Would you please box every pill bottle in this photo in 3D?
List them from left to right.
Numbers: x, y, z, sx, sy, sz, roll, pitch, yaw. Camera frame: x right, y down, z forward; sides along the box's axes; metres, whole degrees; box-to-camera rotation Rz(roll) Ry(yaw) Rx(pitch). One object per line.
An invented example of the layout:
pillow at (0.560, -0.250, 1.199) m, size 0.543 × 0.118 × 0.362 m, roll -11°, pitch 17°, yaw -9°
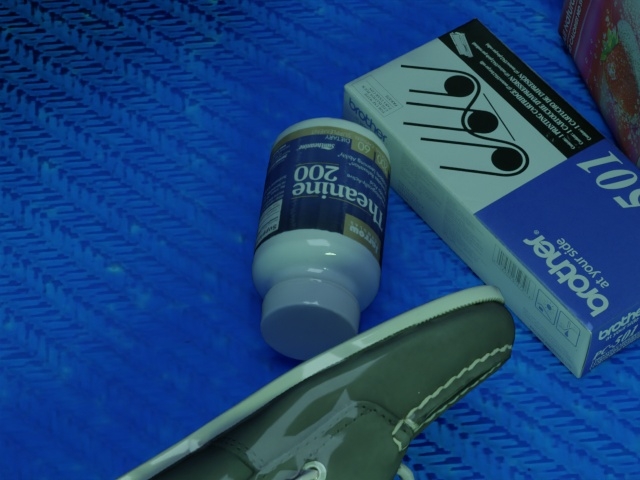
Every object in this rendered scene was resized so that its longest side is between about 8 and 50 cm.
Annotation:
pill bottle at (0.000, 0.000, 0.899) m, size 0.067 × 0.067 × 0.120 m, roll 6°, pitch 51°, yaw 1°

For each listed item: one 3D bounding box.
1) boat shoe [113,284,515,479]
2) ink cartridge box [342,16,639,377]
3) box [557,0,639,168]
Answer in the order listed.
boat shoe at (-0.042, 0.133, 0.776) m, size 0.335 × 0.112 × 0.095 m, roll -27°, pitch 75°, yaw -16°
ink cartridge box at (0.111, -0.029, 0.944) m, size 0.097 × 0.046 × 0.207 m, roll -30°, pitch 59°, yaw -23°
box at (0.236, -0.177, 0.907) m, size 0.142 × 0.300 × 0.154 m, roll -12°, pitch 54°, yaw -13°
